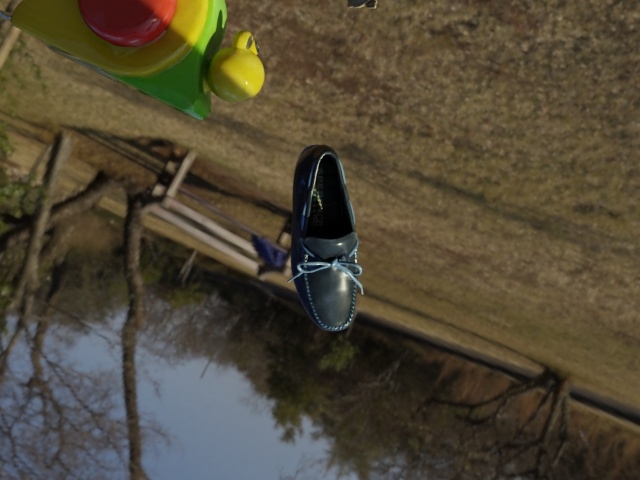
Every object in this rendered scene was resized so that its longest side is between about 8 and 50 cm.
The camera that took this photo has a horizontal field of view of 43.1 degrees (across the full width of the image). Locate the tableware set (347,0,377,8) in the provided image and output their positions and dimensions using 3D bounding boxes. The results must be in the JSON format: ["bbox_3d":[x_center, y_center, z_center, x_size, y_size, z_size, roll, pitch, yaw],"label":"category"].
[{"bbox_3d":[0.084,-0.380,1.030,0.020,0.169,0.141,10,169,-38],"label":"tableware set"}]

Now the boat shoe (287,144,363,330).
[{"bbox_3d":[0.000,0.000,1.103,0.109,0.258,0.089,-13,-175,-12],"label":"boat shoe"}]

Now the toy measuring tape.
[{"bbox_3d":[-0.184,-0.198,0.612,0.330,0.121,0.121,26,176,7],"label":"toy measuring tape"}]
